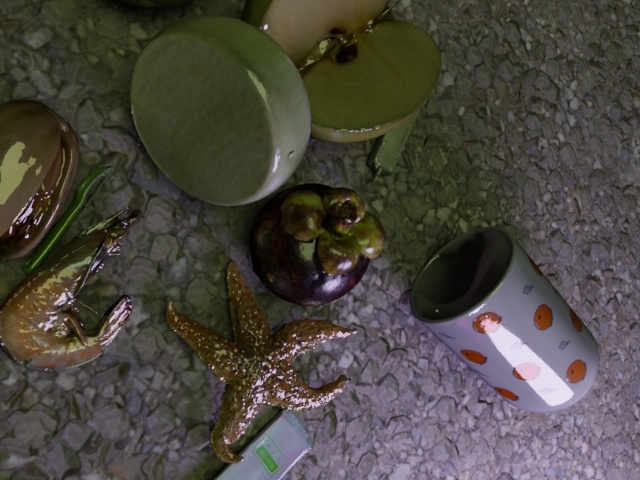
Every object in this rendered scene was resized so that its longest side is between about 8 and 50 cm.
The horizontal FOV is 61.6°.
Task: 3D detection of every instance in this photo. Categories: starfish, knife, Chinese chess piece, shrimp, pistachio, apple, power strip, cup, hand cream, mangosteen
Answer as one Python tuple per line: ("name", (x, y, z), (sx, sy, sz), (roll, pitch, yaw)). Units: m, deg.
("starfish", (-0.091, 0.169, 0.821), (0.299, 0.060, 0.302), (-43, 104, -22))
("knife", (-0.343, -0.034, 0.730), (0.184, 0.022, 0.026), (-61, 142, -17))
("Chinese chess piece", (-0.134, -0.169, 0.720), (0.250, 0.250, 0.101), (57, 40, -13))
("shrimp", (-0.315, 0.066, 0.729), (0.251, 0.052, 0.143), (-51, 119, -12))
("pistachio", (-0.378, -0.078, 0.662), (0.129, 0.132, 0.205), (37, 71, -65))
("apple", (0.016, -0.295, 0.811), (0.258, 0.233, 0.295), (-37, 115, -8))
("power strip", (0.132, -0.186, 0.976), (0.048, 0.030, 0.191), (32, 74, -24))
("cup", (0.342, 0.158, 0.964), (0.317, 0.212, 0.212), (44, 69, -19))
("hand cream", (-0.124, 0.378, 0.813), (0.275, 0.050, 0.079), (-39, 132, -28))
("mangosteen", (0.000, 0.000, 0.795), (0.192, 0.217, 0.192), (6, 76, -26))

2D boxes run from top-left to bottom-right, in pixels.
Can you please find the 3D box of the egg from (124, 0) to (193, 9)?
("egg", (-0.232, -0.406, 0.733), (0.202, 0.164, 0.164), (-3, 89, -23))
